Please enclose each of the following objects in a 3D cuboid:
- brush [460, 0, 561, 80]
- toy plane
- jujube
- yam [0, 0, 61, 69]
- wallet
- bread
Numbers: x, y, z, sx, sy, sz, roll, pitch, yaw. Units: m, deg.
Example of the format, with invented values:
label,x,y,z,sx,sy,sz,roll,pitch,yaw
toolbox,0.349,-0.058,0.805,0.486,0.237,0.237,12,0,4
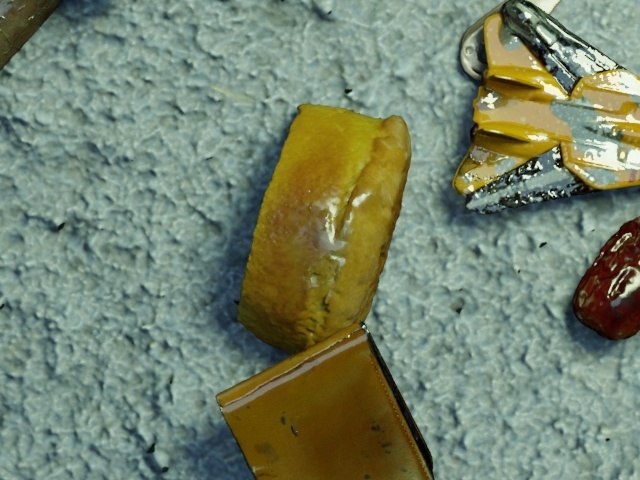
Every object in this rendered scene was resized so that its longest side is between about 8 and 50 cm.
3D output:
label,x,y,z,sx,sy,sz,roll,pitch,yaw
brush,0.251,-0.268,1.607,0.313,0.067,0.072,-42,91,2
toy plane,0.294,-0.100,1.594,0.316,0.103,0.204,11,92,-7
jujube,0.294,0.034,1.603,0.077,0.077,0.129,36,81,0
yam,-0.306,-0.210,1.604,0.079,0.079,0.141,40,91,0
wallet,0.006,0.184,1.584,0.161,0.042,0.195,-28,117,-2
bread,0.001,-0.005,1.572,0.129,0.134,0.260,17,90,1
